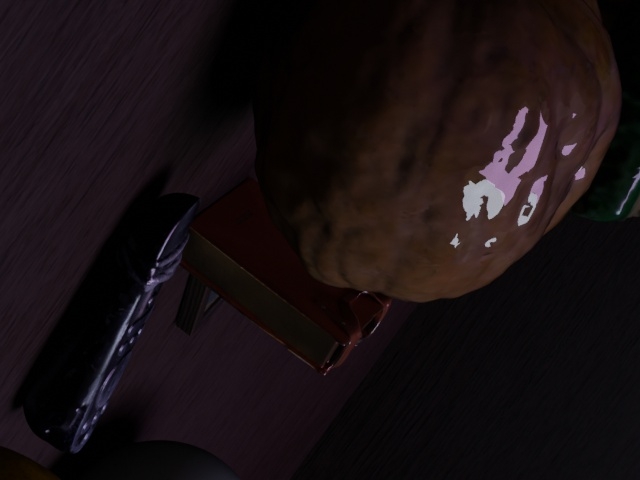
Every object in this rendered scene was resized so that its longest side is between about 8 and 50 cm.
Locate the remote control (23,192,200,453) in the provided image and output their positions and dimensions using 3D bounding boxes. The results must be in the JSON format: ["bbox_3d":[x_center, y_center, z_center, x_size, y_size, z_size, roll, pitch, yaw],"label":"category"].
[{"bbox_3d":[-0.180,0.063,1.572,0.265,0.066,0.090,-61,-178,23],"label":"remote control"}]

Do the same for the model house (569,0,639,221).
[{"bbox_3d":[0.259,-0.261,1.762,0.335,0.343,0.382,-16,134,-61],"label":"model house"}]

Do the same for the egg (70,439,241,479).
[{"bbox_3d":[-0.177,0.330,2.012,0.230,0.230,0.371,-54,176,4],"label":"egg"}]

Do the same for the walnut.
[{"bbox_3d":[0.085,-0.104,1.510,0.306,0.306,0.344,-45,155,-41],"label":"walnut"}]

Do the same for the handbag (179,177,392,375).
[{"bbox_3d":[-0.030,0.033,1.749,0.127,0.190,0.062,-39,164,-54],"label":"handbag"}]

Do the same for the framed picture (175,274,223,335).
[{"bbox_3d":[-0.090,0.013,1.903,0.128,0.023,0.168,-47,169,-32],"label":"framed picture"}]

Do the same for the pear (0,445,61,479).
[{"bbox_3d":[-0.265,0.264,1.434,0.209,0.209,0.209,-51,171,-12],"label":"pear"}]
